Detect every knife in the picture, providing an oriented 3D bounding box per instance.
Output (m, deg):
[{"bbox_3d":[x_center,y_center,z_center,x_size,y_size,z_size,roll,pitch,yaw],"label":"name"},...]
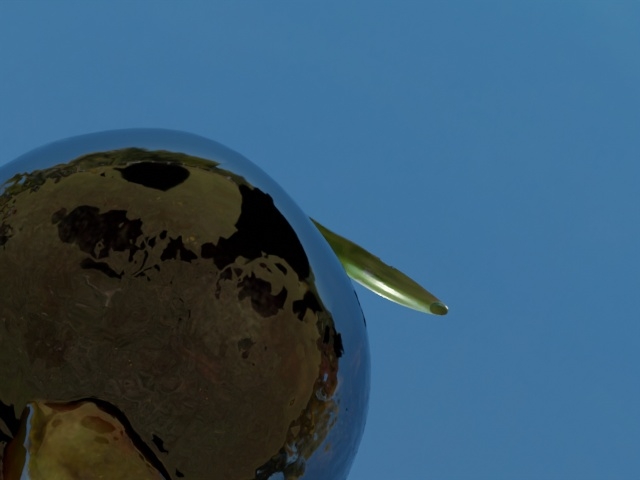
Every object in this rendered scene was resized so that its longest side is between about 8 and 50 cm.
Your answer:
[{"bbox_3d":[0.000,0.000,1.051,0.184,0.026,0.022,30,-88,8],"label":"knife"}]

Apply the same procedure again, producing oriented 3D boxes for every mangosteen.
[{"bbox_3d":[-0.118,0.094,0.834,0.275,0.275,0.302,29,-137,4],"label":"mangosteen"}]
